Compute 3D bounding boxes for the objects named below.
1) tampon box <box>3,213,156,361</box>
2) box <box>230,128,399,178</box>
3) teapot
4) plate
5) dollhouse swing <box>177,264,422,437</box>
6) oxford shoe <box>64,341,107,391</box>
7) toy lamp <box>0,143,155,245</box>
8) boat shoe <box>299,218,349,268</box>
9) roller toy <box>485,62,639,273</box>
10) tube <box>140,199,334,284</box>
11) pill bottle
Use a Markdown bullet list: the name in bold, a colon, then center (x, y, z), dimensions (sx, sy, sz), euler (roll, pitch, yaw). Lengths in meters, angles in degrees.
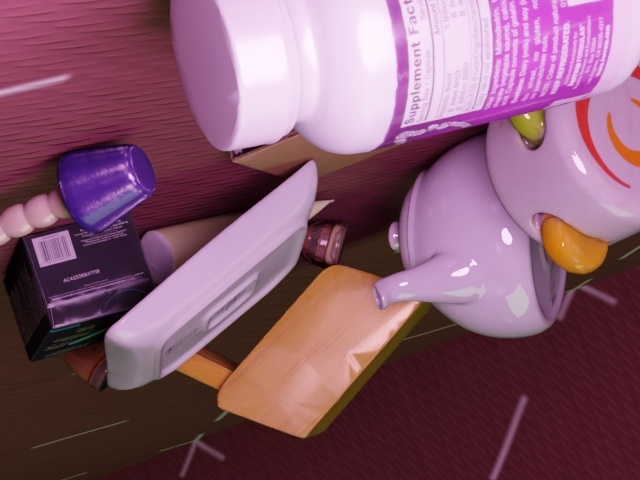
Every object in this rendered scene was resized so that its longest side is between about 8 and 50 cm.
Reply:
- **tampon box**: center (-0.253, 0.050, 1.952), dimensions (0.120, 0.101, 0.161), euler (-15, 169, -21)
- **box**: center (0.017, -0.104, 1.849), dimensions (0.164, 0.021, 0.201), euler (-22, 169, 17)
- **teapot**: center (0.171, -0.009, 2.111), dimensions (0.187, 0.252, 0.256), euler (-1, 161, 20)
- **plate**: center (-0.108, 0.053, 1.949), dimensions (0.278, 0.045, 0.277), euler (-40, 172, -15)
- **dollhouse swing**: center (-0.065, 0.083, 2.325), dimensions (0.315, 0.305, 0.347), euler (-49, 173, 0)
- **oxford shoe**: center (-0.284, 0.140, 2.494), dimensions (0.076, 0.076, 0.212), euler (-60, 173, 11)
- **toy lamp**: center (-0.275, -0.017, 1.653), dimensions (0.274, 0.080, 0.080), euler (-20, 170, 16)
- **boat shoe**: center (0.000, 0.000, 2.279), dimensions (0.060, 0.064, 0.178), euler (15, 178, 2)
- **roller toy**: center (0.271, -0.087, 1.888), dimensions (0.191, 0.209, 0.146), euler (-28, 178, -38)
- **tube**: center (-0.096, -0.005, 2.086), dimensions (0.240, 0.062, 0.070), euler (-15, -151, -42)
- **pill bottle**: center (0.058, -0.152, 1.268), dimensions (0.301, 0.169, 0.169), euler (-14, 169, -20)
